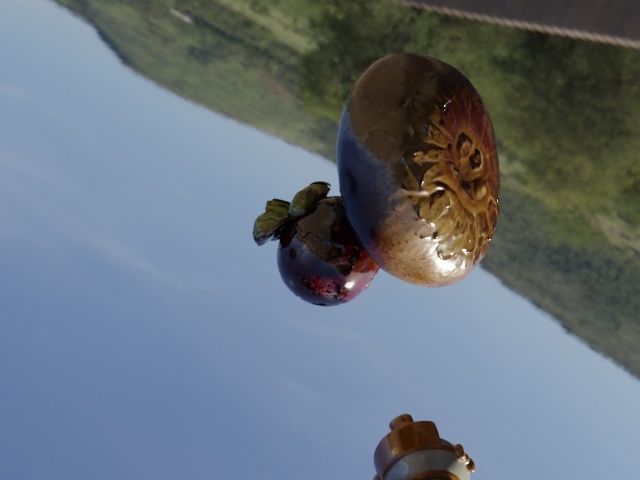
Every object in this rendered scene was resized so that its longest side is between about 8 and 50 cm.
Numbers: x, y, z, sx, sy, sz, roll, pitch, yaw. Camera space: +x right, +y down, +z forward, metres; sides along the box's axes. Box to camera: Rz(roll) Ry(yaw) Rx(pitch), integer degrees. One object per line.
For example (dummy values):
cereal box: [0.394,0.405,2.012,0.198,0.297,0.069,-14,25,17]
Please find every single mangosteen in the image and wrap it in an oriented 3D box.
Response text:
mangosteen: [0.000,0.000,1.496,0.180,0.166,0.166,42,-171,-3]

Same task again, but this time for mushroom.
mushroom: [0.131,-0.088,1.381,0.163,0.297,0.278,-6,-174,24]

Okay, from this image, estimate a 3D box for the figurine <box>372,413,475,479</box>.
figurine: [0.154,0.339,1.480,0.143,0.143,0.271,25,-170,-31]
